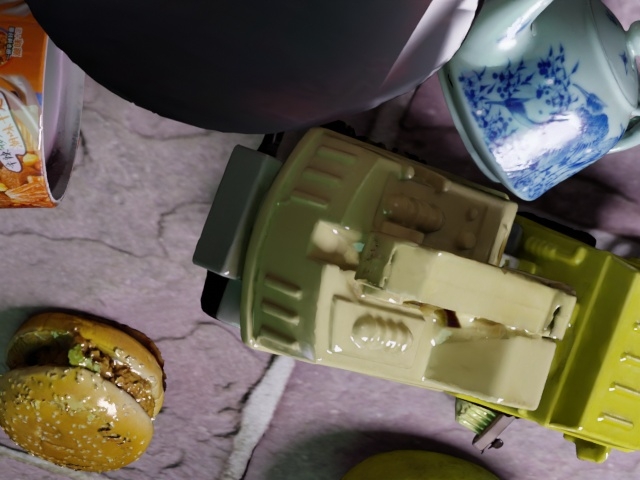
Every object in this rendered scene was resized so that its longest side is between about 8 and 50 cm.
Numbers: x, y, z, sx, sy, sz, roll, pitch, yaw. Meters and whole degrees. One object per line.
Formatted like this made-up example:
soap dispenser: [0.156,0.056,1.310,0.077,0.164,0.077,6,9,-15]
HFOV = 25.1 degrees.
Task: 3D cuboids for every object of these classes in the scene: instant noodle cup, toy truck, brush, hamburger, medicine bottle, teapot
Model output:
instant noodle cup: [-0.291,-0.129,1.108,0.192,0.250,0.250,5,139,-1]
toy truck: [0.110,0.042,1.075,0.405,0.180,0.254,21,-178,-38]
brush: [0.206,0.097,1.329,0.067,0.072,0.313,35,137,-1]
hamburger: [-0.263,0.167,1.518,0.191,0.118,0.182,-3,133,27]
medicine bottle: [-0.010,-0.263,0.735,0.243,0.395,0.242,6,140,5]
teapot: [0.174,-0.119,1.036,0.159,0.159,0.232,-10,152,27]

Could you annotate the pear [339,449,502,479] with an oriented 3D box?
pear: [0.112,0.325,1.508,0.269,0.212,0.212,-5,136,19]
